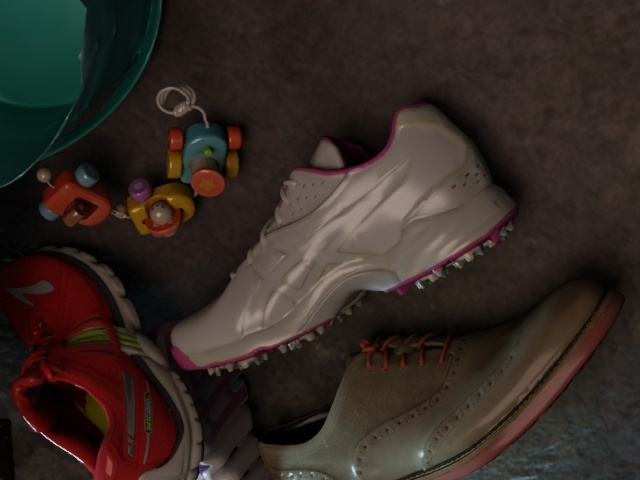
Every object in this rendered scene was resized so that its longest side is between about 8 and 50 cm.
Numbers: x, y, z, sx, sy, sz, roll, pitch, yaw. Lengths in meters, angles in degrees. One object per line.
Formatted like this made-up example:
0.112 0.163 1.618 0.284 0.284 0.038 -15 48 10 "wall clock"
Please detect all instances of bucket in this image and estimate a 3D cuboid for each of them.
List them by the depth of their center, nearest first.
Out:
-0.264 -0.184 1.272 0.281 0.183 0.281 7 114 15 "bucket"

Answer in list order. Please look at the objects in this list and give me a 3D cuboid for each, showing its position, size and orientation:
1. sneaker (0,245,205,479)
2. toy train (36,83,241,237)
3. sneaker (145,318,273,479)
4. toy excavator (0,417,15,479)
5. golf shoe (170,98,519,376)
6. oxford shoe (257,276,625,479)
-0.201 0.099 1.355 0.279 0.118 0.107 44 128 38 "sneaker"
-0.139 -0.046 1.336 0.166 0.046 0.125 -36 134 24 "toy train"
-0.104 0.181 1.431 0.104 0.095 0.236 -14 107 34 "sneaker"
-0.509 0.108 1.237 0.445 0.433 0.222 -6 90 25 "toy excavator"
0.000 0.000 1.319 0.306 0.115 0.140 -28 92 18 "golf shoe"
0.083 0.121 1.328 0.348 0.123 0.130 -40 91 26 "oxford shoe"
